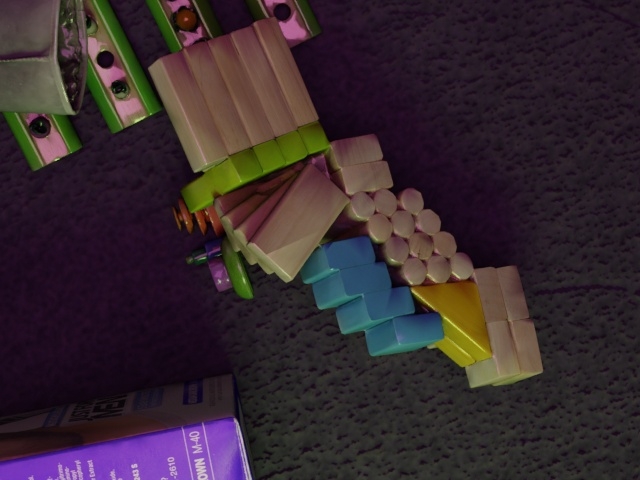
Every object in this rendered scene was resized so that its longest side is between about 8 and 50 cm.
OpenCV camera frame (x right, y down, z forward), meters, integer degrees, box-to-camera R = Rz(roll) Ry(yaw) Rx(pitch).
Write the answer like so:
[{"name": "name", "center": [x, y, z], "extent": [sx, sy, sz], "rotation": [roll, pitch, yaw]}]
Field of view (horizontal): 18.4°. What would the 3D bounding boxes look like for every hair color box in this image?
[{"name": "hair color box", "center": [-0.217, 0.189, 1.438], "extent": [0.339, 0.185, 0.110], "rotation": [-12, 96, -2]}]

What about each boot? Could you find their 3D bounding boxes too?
[{"name": "boot", "center": [-0.273, -0.103, 1.435], "extent": [0.208, 0.076, 0.190], "rotation": [3, 104, 7]}]

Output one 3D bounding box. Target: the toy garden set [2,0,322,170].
[{"name": "toy garden set", "center": [-0.151, -0.193, 1.469], "extent": [0.244, 0.049, 0.204], "rotation": [-26, 97, 0]}]

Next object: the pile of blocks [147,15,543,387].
[{"name": "pile of blocks", "center": [0.000, 0.000, 1.453], "extent": [0.362, 0.112, 0.149], "rotation": [45, 59, -10]}]

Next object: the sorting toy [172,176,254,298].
[{"name": "sorting toy", "center": [-0.084, 0.004, 1.489], "extent": [0.042, 0.061, 0.102], "rotation": [-20, 74, 0]}]
